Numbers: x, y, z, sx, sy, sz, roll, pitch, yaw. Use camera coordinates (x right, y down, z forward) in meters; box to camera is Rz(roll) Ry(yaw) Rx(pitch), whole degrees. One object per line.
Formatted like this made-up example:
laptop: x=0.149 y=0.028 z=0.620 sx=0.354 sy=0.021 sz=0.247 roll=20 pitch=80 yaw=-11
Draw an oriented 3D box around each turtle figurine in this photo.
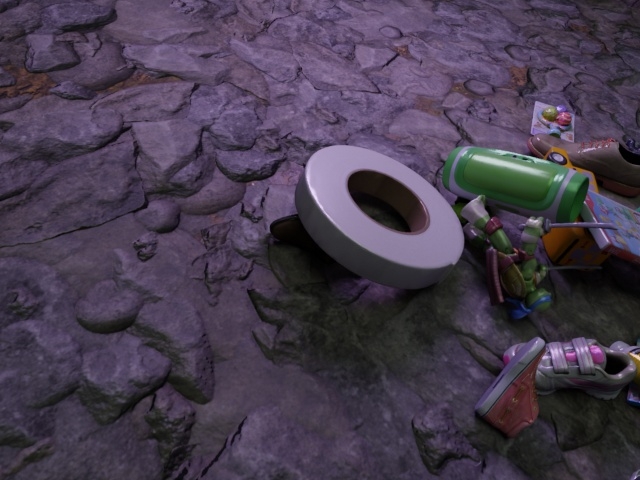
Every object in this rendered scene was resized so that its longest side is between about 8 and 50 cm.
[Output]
turtle figurine: x=0.451 y=0.008 z=1.022 sx=0.197 sy=0.275 sz=0.266 roll=11 pitch=33 yaw=-49

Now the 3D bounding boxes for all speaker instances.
speaker: x=0.437 y=-0.131 z=1.072 sx=0.296 sy=0.131 sz=0.131 roll=24 pitch=47 yaw=36

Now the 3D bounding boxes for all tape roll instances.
tape roll: x=0.134 y=-0.063 z=1.029 sx=0.391 sy=0.072 sz=0.392 roll=18 pitch=40 yaw=-15

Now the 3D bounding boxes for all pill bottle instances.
pill bottle: x=0.627 y=0.248 z=0.914 sx=0.065 sy=0.065 sz=0.116 roll=-7 pitch=22 yaw=-16

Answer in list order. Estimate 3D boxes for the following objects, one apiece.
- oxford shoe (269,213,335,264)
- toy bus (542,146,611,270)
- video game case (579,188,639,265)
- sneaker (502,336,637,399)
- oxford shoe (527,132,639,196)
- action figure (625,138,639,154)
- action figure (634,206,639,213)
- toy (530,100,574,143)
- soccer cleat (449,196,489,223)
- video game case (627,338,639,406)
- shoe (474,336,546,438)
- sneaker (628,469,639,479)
oxford shoe: x=0.000 y=0.000 z=1.010 sx=0.227 sy=0.083 sz=0.096 roll=8 pitch=51 yaw=-4
toy bus: x=0.631 y=-0.091 z=1.190 sx=0.130 sy=0.108 sz=0.333 roll=15 pitch=49 yaw=1
video game case: x=0.704 y=-0.015 z=1.057 sx=0.285 sy=0.025 sz=0.204 roll=19 pitch=42 yaw=-17
sneaker: x=0.477 y=0.231 z=0.890 sx=0.252 sy=0.111 sz=0.103 roll=5 pitch=50 yaw=-7
oxford shoe: x=0.778 y=-0.252 z=1.338 sx=0.347 sy=0.130 sz=0.123 roll=21 pitch=50 yaw=6
action figure: x=1.060 y=-0.231 z=1.328 sx=0.330 sy=0.179 sz=0.341 roll=-10 pitch=53 yaw=-52
action figure: x=0.802 y=-0.027 z=1.201 sx=0.232 sy=0.064 sz=0.137 roll=-8 pitch=54 yaw=-22
toy: x=0.759 y=-0.390 z=1.500 sx=0.136 sy=0.056 sz=0.237 roll=24 pitch=50 yaw=8
soccer cleat: x=0.390 y=-0.103 z=1.190 sx=0.178 sy=0.060 sz=0.072 roll=-29 pitch=51 yaw=-29
video game case: x=0.686 y=0.266 z=0.921 sx=0.119 sy=0.015 sz=0.166 roll=0 pitch=36 yaw=42
shoe: x=0.361 y=0.263 z=0.831 sx=0.081 sy=0.063 sz=0.178 roll=38 pitch=95 yaw=15
sneaker: x=0.576 y=0.464 z=0.725 sx=0.153 sy=0.094 sz=0.235 roll=-38 pitch=56 yaw=-25
